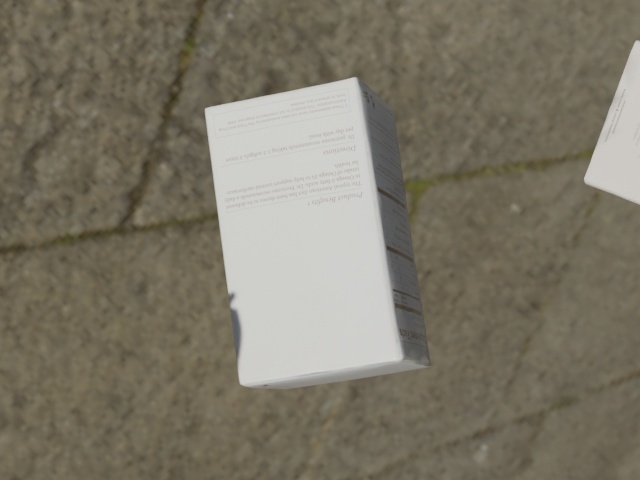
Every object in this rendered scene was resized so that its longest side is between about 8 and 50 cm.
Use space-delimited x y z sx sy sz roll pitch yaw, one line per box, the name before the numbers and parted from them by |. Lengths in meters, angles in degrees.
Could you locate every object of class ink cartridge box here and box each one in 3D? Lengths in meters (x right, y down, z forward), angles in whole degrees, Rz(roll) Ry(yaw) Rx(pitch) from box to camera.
ink cartridge box | 0.242 -0.046 0.865 0.092 0.143 0.090 11 101 -44

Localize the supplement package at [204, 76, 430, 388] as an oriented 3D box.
supplement package | 0.000 0.000 0.984 0.105 0.179 0.105 -9 172 13
